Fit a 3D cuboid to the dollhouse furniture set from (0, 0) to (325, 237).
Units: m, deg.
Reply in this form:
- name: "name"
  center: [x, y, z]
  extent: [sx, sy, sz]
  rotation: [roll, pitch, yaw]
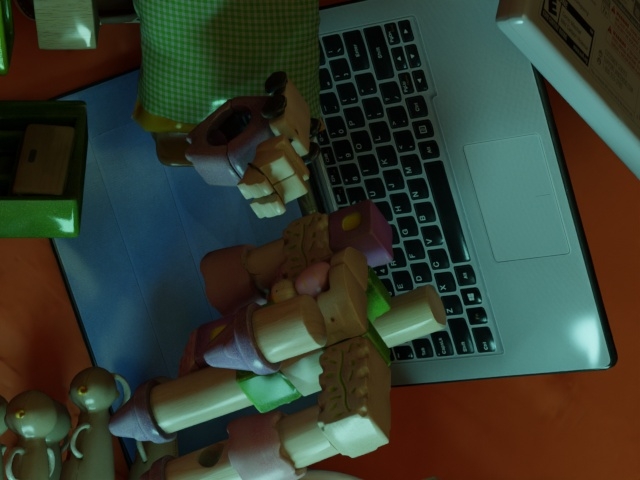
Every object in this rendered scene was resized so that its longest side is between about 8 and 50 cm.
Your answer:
- name: "dollhouse furniture set"
  center: [-0.145, -0.124, 1.551]
  extent: [0.302, 0.151, 0.197]
  rotation: [0, 125, 0]

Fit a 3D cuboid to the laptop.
- name: "laptop"
  center: [0.000, 0.000, 1.698]
  extent: [0.236, 0.408, 0.382]
  rotation: [-38, 115, -54]

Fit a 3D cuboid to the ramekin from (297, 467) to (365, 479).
- name: "ramekin"
  center: [-0.041, 0.338, 1.765]
  extent: [0.277, 0.135, 0.277]
  rotation: [-3, 98, -25]

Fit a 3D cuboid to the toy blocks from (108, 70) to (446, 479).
- name: "toy blocks"
  center: [-0.072, 0.091, 1.536]
  extent: [0.260, 0.288, 0.309]
  rotation: [-20, 129, 20]

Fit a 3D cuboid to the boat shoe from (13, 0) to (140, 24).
- name: "boat shoe"
  center: [-0.139, -0.230, 1.649]
  extent: [0.257, 0.095, 0.095]
  rotation: [-15, 105, -13]

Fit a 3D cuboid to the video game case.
- name: "video game case"
  center: [0.280, -0.239, 1.749]
  extent: [0.329, 0.036, 0.300]
  rotation: [39, 55, -43]

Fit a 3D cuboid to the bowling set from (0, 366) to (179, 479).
- name: "bowling set"
  center: [-0.256, 0.182, 1.621]
  extent: [0.287, 0.200, 0.154]
  rotation: [23, 69, -68]
